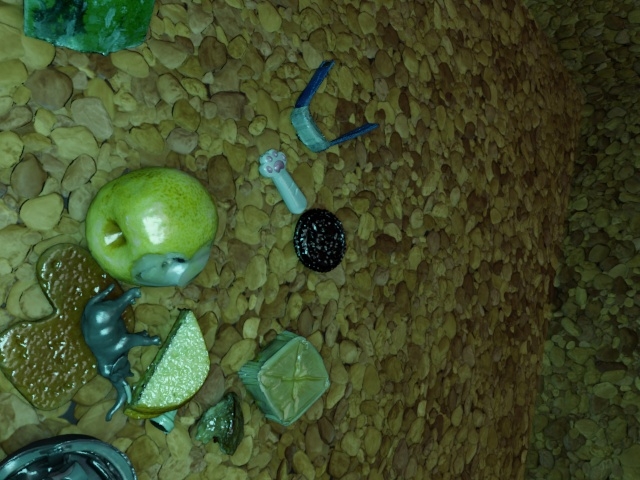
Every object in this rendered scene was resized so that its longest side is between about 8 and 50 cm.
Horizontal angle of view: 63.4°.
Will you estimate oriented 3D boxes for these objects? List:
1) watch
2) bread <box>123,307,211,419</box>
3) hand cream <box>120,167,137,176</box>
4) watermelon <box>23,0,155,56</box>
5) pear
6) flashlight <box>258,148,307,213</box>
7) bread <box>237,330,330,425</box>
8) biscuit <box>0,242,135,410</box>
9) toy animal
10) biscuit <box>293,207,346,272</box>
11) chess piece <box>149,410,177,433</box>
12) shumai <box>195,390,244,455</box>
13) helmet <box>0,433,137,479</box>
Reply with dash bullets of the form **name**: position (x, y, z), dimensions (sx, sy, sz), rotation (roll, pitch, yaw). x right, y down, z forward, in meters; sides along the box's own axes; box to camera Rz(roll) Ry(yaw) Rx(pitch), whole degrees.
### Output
- **watch**: position (0.043, -0.368, 1.594), dimensions (0.276, 0.068, 0.274), rotation (47, 53, -29)
- **bread**: position (-0.313, 0.285, 1.150), dimensions (0.134, 0.129, 0.260), rotation (32, 62, -18)
- **hand cream**: position (-0.367, -0.110, 1.214), dimensions (0.210, 0.043, 0.067), rotation (31, 68, -42)
- **watermelon**: position (-0.486, -0.557, 1.063), dimensions (0.264, 0.151, 0.302), rotation (-11, 94, -41)
- **pear**: position (-0.342, -0.033, 1.087), dimensions (0.271, 0.271, 0.271), rotation (4, 84, -42)
- **flashlight**: position (-0.099, -0.161, 1.451), dimensions (0.093, 0.047, 0.200), rotation (-46, 116, -35)
- **bread**: position (-0.093, 0.361, 1.374), dimensions (0.210, 0.110, 0.192), rotation (-40, 106, -37)
- **biscuit**: position (-0.521, 0.166, 1.037), dimensions (0.277, 0.052, 0.262), rotation (-51, 122, -34)
- **toy animal**: position (-0.404, 0.219, 1.061), dimensions (0.137, 0.082, 0.269), rotation (-19, 105, -42)
- **biscuit**: position (0.000, 0.000, 1.523), dimensions (0.194, 0.053, 0.194), rotation (4, 84, -41)
- **chess piece**: position (-0.328, 0.366, 1.199), dimensions (0.059, 0.059, 0.149), rotation (53, 51, -26)
- **shumai**: position (-0.234, 0.440, 1.268), dimensions (0.123, 0.105, 0.139), rotation (70, 40, -77)
- **helmet**: position (-0.506, 0.499, 0.931), dimensions (0.338, 0.197, 0.271), rotation (-41, 105, -28)
